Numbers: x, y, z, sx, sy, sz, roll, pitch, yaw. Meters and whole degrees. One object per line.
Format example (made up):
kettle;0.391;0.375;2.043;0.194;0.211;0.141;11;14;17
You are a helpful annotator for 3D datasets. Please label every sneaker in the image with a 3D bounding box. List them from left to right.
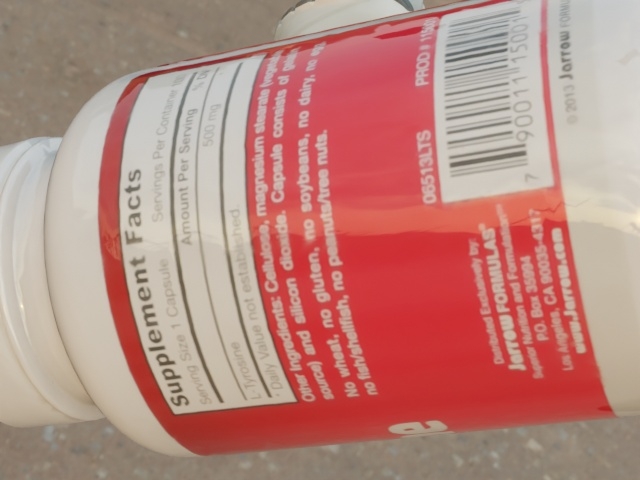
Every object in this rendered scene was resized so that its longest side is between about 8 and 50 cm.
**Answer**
sneaker;-0.009;-0.117;1.035;0.111;0.297;0.129;0;67;-41

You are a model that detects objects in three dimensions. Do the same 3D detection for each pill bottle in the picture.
pill bottle;0.000;0.000;0.662;0.407;0.229;0.229;-9;20;19
